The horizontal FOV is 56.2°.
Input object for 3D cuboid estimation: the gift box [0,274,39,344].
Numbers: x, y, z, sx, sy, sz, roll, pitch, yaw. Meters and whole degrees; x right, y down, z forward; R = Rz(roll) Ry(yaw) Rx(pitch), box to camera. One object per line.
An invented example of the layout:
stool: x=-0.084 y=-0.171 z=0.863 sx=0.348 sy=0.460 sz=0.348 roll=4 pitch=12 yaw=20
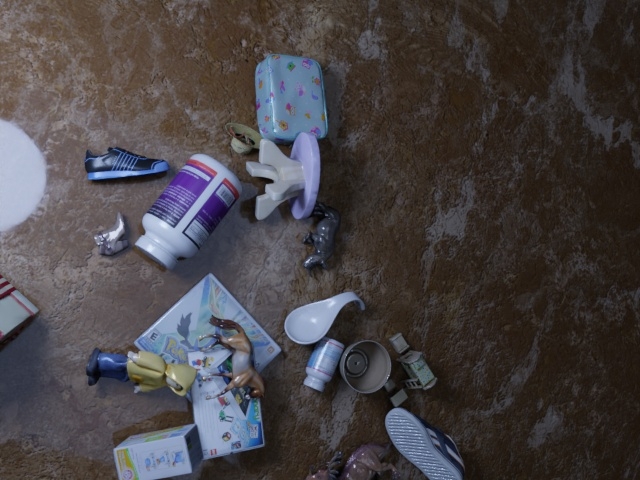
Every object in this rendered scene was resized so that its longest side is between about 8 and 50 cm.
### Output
gift box: x=-0.907 y=0.199 z=1.476 sx=0.276 sy=0.258 sz=0.255 roll=-38 pitch=101 yaw=1

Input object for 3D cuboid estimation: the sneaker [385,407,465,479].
sneaker: x=0.342 y=0.665 z=1.956 sx=0.321 sy=0.126 sz=0.127 roll=50 pitch=27 yaw=5

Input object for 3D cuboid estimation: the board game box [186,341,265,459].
board game box: x=-0.276 y=0.462 z=1.744 sx=0.193 sy=0.053 sz=0.305 roll=-6 pitch=88 yaw=-20

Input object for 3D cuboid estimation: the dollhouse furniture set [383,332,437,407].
dollhouse furniture set: x=0.261 y=0.423 z=1.952 sx=0.161 sy=0.101 sz=0.181 roll=-34 pitch=97 yaw=-19

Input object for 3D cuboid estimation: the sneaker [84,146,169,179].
sneaker: x=-0.557 y=-0.228 z=1.726 sx=0.233 sy=0.081 sz=0.090 roll=-8 pitch=95 yaw=-19

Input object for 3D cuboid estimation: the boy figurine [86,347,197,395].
boy figurine: x=-0.489 y=0.372 z=1.658 sx=0.286 sy=0.177 sz=0.092 roll=12 pitch=42 yaw=-6

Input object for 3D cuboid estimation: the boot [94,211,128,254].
boot: x=-0.602 y=-0.018 z=1.713 sx=0.087 sy=0.042 sz=0.118 roll=-11 pitch=89 yaw=-18

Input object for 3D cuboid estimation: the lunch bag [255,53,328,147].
lunch bag: x=-0.087 y=-0.436 z=1.894 sx=0.224 sy=0.108 sz=0.278 roll=-4 pitch=89 yaw=-32

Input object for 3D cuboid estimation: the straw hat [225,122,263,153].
straw hat: x=-0.241 y=-0.302 z=1.854 sx=0.145 sy=0.144 sz=0.061 roll=25 pitch=117 yaw=-16

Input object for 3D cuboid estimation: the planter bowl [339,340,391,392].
planter bowl: x=0.128 y=0.396 z=1.903 sx=0.162 sy=0.109 sz=0.161 roll=2 pitch=84 yaw=-20

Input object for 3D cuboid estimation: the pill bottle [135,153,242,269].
pill bottle: x=-0.382 y=-0.080 z=1.723 sx=0.182 sy=0.181 sz=0.322 roll=39 pitch=74 yaw=-13

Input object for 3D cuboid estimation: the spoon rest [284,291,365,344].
spoon rest: x=0.015 y=0.233 z=1.880 sx=0.277 sy=0.084 sz=0.137 roll=-25 pitch=51 yaw=-24

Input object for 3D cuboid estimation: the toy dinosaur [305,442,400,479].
toy dinosaur: x=0.116 y=0.707 z=1.869 sx=0.296 sy=0.127 sz=0.200 roll=-40 pitch=92 yaw=-24

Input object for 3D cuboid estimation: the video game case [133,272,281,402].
video game case: x=-0.328 y=0.315 z=1.784 sx=0.300 sy=0.036 sz=0.329 roll=-44 pitch=100 yaw=-18

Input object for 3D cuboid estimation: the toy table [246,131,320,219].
toy table: x=-0.112 y=-0.190 z=1.811 sx=0.161 sy=0.252 sz=0.274 roll=-6 pitch=109 yaw=-25

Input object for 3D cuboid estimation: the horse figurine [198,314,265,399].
horse figurine: x=-0.251 y=0.337 z=1.700 sx=0.175 sy=0.066 sz=0.263 roll=-7 pitch=90 yaw=-14

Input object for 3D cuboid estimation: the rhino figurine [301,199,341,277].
rhino figurine: x=0.000 y=0.000 z=1.912 sx=0.106 sy=0.073 sz=0.243 roll=15 pitch=82 yaw=-15

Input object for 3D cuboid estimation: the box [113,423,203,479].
box: x=-0.441 y=0.584 z=1.640 sx=0.203 sy=0.114 sz=0.103 roll=-12 pitch=89 yaw=5

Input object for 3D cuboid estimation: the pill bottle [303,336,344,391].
pill bottle: x=0.007 y=0.385 z=1.872 sx=0.087 sy=0.087 sz=0.160 roll=27 pitch=77 yaw=-16
